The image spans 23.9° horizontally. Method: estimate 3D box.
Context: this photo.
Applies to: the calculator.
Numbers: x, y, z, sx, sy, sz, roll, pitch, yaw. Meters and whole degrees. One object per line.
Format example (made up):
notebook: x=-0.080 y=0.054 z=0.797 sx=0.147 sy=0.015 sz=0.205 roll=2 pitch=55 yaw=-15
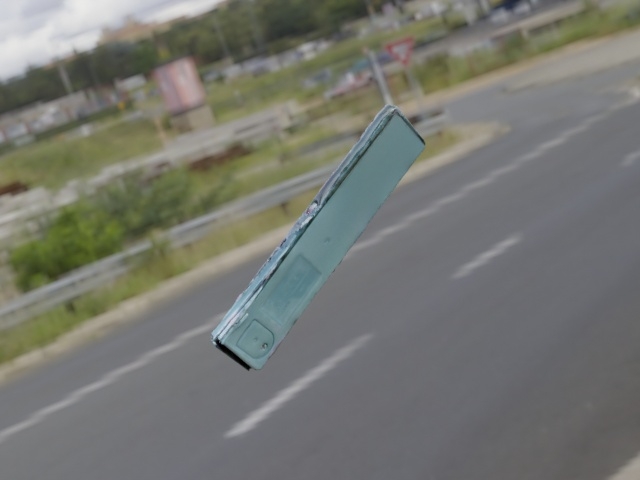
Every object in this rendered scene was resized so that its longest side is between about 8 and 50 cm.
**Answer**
calculator: x=0.000 y=0.000 z=0.877 sx=0.172 sy=0.018 sz=0.057 roll=-53 pitch=-31 yaw=-4
